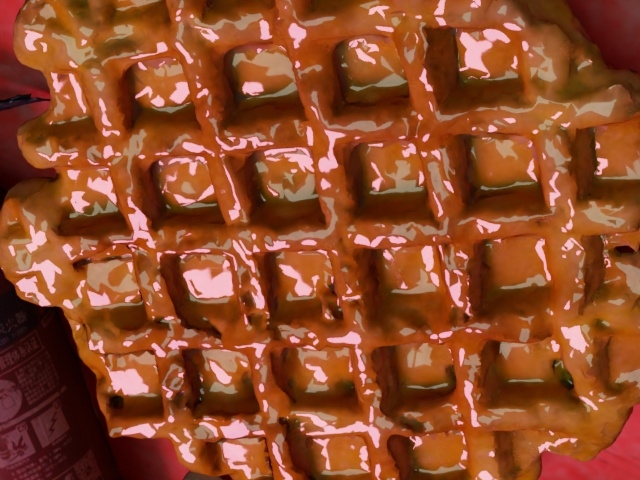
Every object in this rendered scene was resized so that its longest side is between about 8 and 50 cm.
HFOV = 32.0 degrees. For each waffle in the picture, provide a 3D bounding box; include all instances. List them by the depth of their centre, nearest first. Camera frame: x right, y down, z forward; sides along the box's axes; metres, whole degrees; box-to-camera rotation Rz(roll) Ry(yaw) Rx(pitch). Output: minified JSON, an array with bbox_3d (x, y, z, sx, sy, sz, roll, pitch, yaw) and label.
[{"bbox_3d":[0.000,0.000,0.503,0.325,0.068,0.302,37,120,-3],"label":"waffle"}]

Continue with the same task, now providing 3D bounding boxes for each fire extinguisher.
[{"bbox_3d":[-0.168,0.051,0.589,0.138,0.102,0.344,-18,108,-7],"label":"fire extinguisher"}]

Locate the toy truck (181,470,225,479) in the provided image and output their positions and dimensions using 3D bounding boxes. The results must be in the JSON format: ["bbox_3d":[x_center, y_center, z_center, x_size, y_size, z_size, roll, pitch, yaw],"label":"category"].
[{"bbox_3d":[-0.019,0.187,0.602,0.154,0.080,0.078,7,132,18],"label":"toy truck"}]
